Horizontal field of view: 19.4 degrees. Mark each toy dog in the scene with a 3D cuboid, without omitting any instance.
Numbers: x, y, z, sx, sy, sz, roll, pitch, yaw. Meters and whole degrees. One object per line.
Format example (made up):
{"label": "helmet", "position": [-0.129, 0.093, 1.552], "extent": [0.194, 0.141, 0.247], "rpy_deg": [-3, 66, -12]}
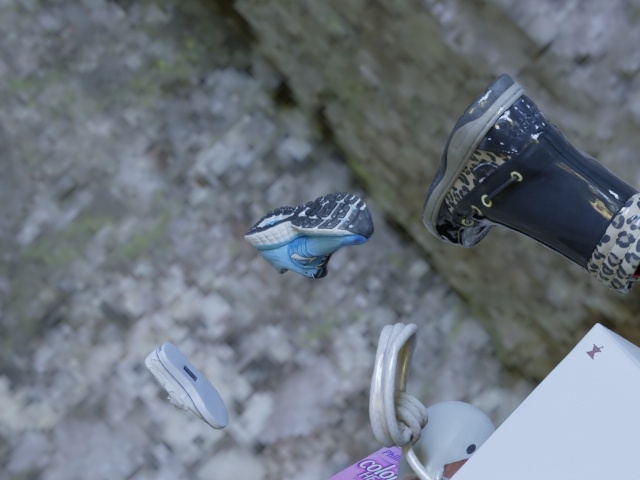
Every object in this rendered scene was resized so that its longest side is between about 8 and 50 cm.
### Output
{"label": "toy dog", "position": [0.110, 0.232, 1.325], "extent": [0.220, 0.161, 0.333], "rpy_deg": [75, -157, -52]}

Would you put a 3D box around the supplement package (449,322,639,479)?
{"label": "supplement package", "position": [0.232, 0.191, 1.233], "extent": [0.149, 0.194, 0.203], "rpy_deg": [-48, -36, 11]}

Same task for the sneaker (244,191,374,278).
{"label": "sneaker", "position": [0.000, 0.000, 1.869], "extent": [0.162, 0.073, 0.063], "rpy_deg": [-8, 29, 49]}

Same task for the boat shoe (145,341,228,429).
{"label": "boat shoe", "position": [-0.128, 0.143, 1.774], "extent": [0.035, 0.100, 0.035], "rpy_deg": [-33, 15, 28]}

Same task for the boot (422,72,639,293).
{"label": "boot", "position": [0.176, -0.014, 1.465], "extent": [0.085, 0.178, 0.236], "rpy_deg": [-47, -14, -20]}

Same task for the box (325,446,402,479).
{"label": "box", "position": [0.044, 0.398, 2.218], "extent": [0.243, 0.213, 0.117], "rpy_deg": [-26, 26, -27]}
